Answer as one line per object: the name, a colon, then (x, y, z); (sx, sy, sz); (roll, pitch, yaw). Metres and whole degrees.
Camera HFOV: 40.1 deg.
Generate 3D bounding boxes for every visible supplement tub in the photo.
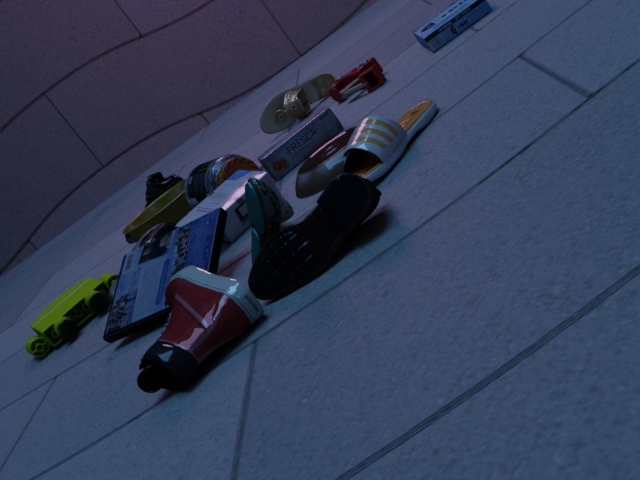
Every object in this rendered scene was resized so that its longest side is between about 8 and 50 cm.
supplement tub: (-0.201, -0.116, 1.829); (0.117, 0.117, 0.190); (-44, 16, -23)

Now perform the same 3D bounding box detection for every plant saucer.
plant saucer: (0.026, -0.152, 1.584); (0.198, 0.036, 0.199); (-34, 15, 10)

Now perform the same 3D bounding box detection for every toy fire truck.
toy fire truck: (0.085, -0.372, 2.073); (0.192, 0.047, 0.135); (-25, 21, 39)

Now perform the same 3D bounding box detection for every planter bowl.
planter bowl: (-0.335, -0.051, 1.985); (0.217, 0.090, 0.217); (-35, 15, 11)

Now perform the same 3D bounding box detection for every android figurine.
android figurine: (-0.539, 0.155, 1.904); (0.248, 0.056, 0.272); (-44, 17, -22)

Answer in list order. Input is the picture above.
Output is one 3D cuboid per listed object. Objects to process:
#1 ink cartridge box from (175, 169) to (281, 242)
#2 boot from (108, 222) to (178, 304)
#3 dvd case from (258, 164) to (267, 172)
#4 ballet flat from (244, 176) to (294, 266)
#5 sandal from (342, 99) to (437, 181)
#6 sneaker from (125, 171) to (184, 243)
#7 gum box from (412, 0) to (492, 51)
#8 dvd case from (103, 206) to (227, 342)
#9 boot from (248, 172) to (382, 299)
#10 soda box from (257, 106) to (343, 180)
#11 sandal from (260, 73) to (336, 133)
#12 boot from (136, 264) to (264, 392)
ink cartridge box: (-0.174, -0.056, 1.662); (0.180, 0.060, 0.104); (-45, 32, -26)
boot: (-0.280, 0.031, 1.644); (0.178, 0.085, 0.236); (-23, 27, 35)
dvd case: (-0.123, -0.164, 1.993); (0.119, 0.013, 0.087); (-46, 17, -26)
ballet flat: (-0.067, -0.024, 1.208); (0.070, 0.070, 0.188); (-47, -24, -31)
sandal: (0.094, -0.170, 1.408); (0.102, 0.076, 0.265); (-21, 23, 47)
sneaker: (-0.432, -0.091, 2.254); (0.227, 0.130, 0.087); (-35, 13, 15)
gum box: (0.293, -0.494, 1.979); (0.157, 0.041, 0.184); (-35, 16, 8)
dvd case: (-0.263, 0.061, 1.481); (0.253, 0.022, 0.181); (-23, 45, 33)
boot: (0.000, 0.000, 1.181); (0.219, 0.082, 0.106); (-43, -13, 17)
soda box: (-0.043, -0.205, 1.850); (0.183, 0.058, 0.063); (-38, 15, -6)
sandal: (-0.055, -0.368, 2.298); (0.240, 0.088, 0.079); (-35, 9, -12)
boot: (-0.199, 0.124, 1.190); (0.176, 0.088, 0.244); (-45, 20, -20)
